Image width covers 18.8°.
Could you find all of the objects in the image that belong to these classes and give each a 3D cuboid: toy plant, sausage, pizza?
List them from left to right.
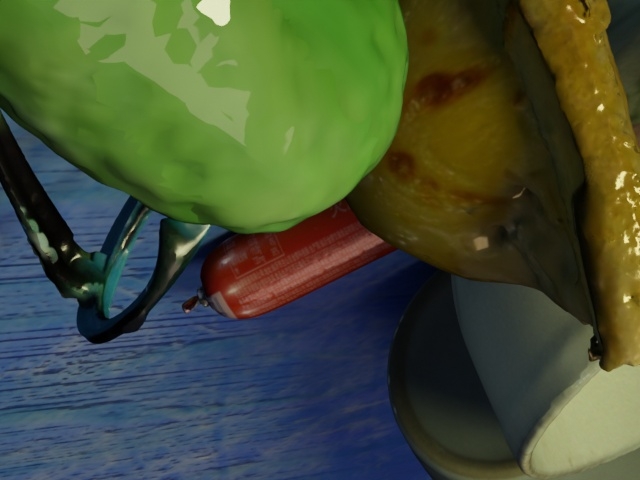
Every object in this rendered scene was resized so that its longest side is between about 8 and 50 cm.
[{"bbox_3d":[-0.116,-0.148,0.300,0.317,0.210,0.356,13,156,-1],"label":"toy plant"},{"bbox_3d":[0.000,0.000,0.905,0.145,0.048,0.050,-27,-165,7],"label":"sausage"},{"bbox_3d":[0.054,-0.031,0.703,0.080,0.204,0.188,-11,161,-19],"label":"pizza"}]

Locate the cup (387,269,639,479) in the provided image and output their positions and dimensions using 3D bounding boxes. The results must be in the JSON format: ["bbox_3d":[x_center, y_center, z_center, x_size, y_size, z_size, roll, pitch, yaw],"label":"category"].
[{"bbox_3d":[0.175,0.072,1.075,0.258,0.186,0.234,-41,146,9],"label":"cup"}]

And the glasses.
[{"bbox_3d":[-0.088,-0.043,0.648,0.207,0.102,0.239,-8,153,-34],"label":"glasses"}]

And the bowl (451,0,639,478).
[{"bbox_3d":[0.168,-0.027,0.855,0.277,0.145,0.277,-28,158,-12],"label":"bowl"}]
